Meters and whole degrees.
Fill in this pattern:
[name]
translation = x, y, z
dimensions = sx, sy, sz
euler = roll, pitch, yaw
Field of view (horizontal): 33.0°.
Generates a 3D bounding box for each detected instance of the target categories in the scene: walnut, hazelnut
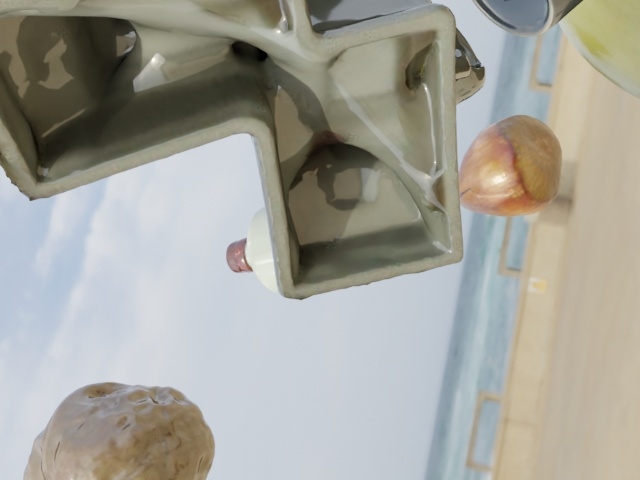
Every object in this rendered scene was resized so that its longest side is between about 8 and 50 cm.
[walnut]
translation = -0.286, 0.320, 1.545
dimensions = 0.273, 0.227, 0.273
euler = -48, -15, -17
[hazelnut]
translation = 0.256, -0.099, 1.495
dimensions = 0.150, 0.150, 0.150
euler = 10, -90, -82

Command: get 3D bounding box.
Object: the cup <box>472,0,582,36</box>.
[cup]
translation = 0.122, -0.176, 0.622
dimensions = 0.077, 0.100, 0.078
euler = -45, 12, -19

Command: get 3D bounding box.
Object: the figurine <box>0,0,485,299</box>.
[figurine]
translation = -0.049, -0.125, 0.485
dimensions = 0.342, 0.167, 0.285
euler = 46, -164, -39

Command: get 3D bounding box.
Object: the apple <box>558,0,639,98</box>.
[apple]
translation = 0.284, -0.206, 0.752
dimensions = 0.262, 0.262, 0.263
euler = 10, -90, -82

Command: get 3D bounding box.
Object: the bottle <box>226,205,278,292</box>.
[bottle]
translation = 0.000, 0.000, 1.194
dimensions = 0.104, 0.245, 0.104
euler = 24, -120, -52
